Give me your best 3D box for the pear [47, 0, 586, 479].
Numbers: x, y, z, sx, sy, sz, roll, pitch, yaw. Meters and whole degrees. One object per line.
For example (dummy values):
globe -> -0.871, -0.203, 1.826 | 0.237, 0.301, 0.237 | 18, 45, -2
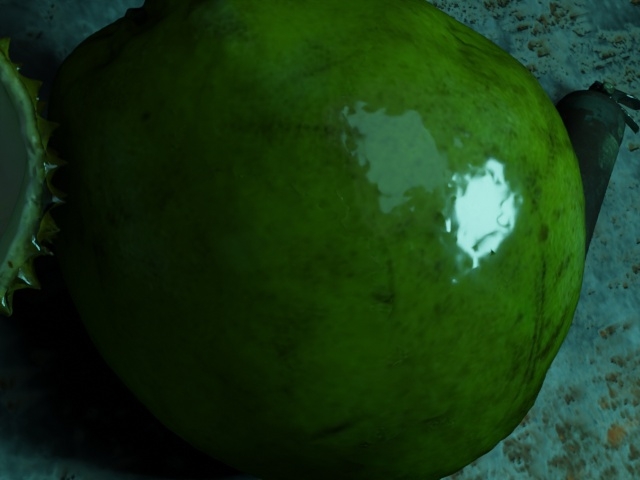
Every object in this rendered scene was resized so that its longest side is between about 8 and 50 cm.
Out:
pear -> 0.000, 0.000, 1.286 | 0.413, 0.352, 0.352 | 45, 43, -29

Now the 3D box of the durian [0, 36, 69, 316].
durian -> -0.259, -0.052, 1.216 | 0.183, 0.138, 0.250 | -23, 85, -9

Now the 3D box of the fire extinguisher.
fire extinguisher -> 0.241, -0.062, 1.755 | 0.089, 0.072, 0.268 | 35, 46, -12
